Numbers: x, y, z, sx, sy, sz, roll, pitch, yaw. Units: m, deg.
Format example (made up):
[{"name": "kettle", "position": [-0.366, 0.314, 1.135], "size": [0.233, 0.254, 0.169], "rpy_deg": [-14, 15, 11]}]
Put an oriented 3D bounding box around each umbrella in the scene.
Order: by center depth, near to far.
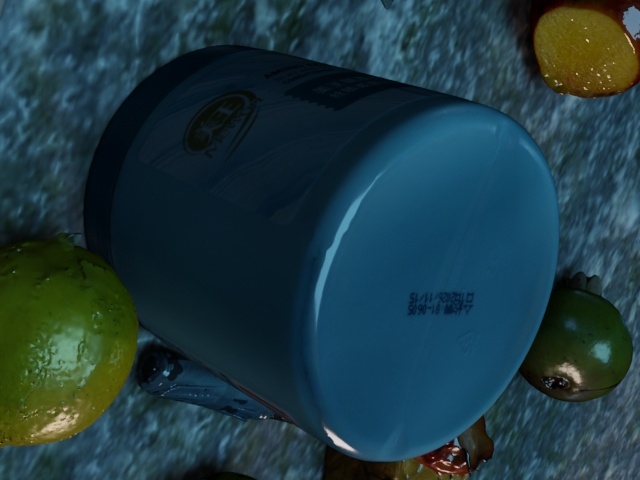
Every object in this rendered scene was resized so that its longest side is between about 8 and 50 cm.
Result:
[{"name": "umbrella", "position": [-0.103, 0.177, 1.103], "size": [0.250, 0.052, 0.053], "rpy_deg": [28, 86, -44]}]

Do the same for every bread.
[{"name": "bread", "position": [0.101, 0.283, 1.268], "size": [0.158, 0.143, 0.149], "rpy_deg": [-12, 114, -34]}]

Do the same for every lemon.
[{"name": "lemon", "position": [-0.251, 0.093, 0.855], "size": [0.173, 0.173, 0.206], "rpy_deg": [41, 75, -43]}]

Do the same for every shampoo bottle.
[{"name": "shampoo bottle", "position": [0.000, 0.000, 0.928], "size": [0.331, 0.342, 0.331], "rpy_deg": [-17, 118, -36]}]

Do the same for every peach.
[{"name": "peach", "position": [0.358, -0.281, 1.257], "size": [0.190, 0.190, 0.192], "rpy_deg": [10, 103, -44]}]

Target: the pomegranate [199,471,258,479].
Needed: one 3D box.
[{"name": "pomegranate", "position": [-0.120, 0.361, 1.115], "size": [0.156, 0.156, 0.220], "rpy_deg": [-13, 145, -38]}]

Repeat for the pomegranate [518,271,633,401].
[{"name": "pomegranate", "position": [0.380, 0.134, 1.451], "size": [0.179, 0.179, 0.211], "rpy_deg": [26, 68, -44]}]

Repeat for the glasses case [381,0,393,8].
[{"name": "glasses case", "position": [0.116, -0.398, 1.063], "size": [0.308, 0.083, 0.128], "rpy_deg": [-51, 138, -16]}]

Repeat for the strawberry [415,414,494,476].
[{"name": "strawberry", "position": [0.118, 0.130, 1.187], "size": [0.253, 0.150, 0.280], "rpy_deg": [-23, 101, -69]}]

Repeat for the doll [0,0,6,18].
[{"name": "doll", "position": [-0.381, -0.146, 0.663], "size": [0.365, 0.187, 0.376], "rpy_deg": [22, 79, -55]}]
